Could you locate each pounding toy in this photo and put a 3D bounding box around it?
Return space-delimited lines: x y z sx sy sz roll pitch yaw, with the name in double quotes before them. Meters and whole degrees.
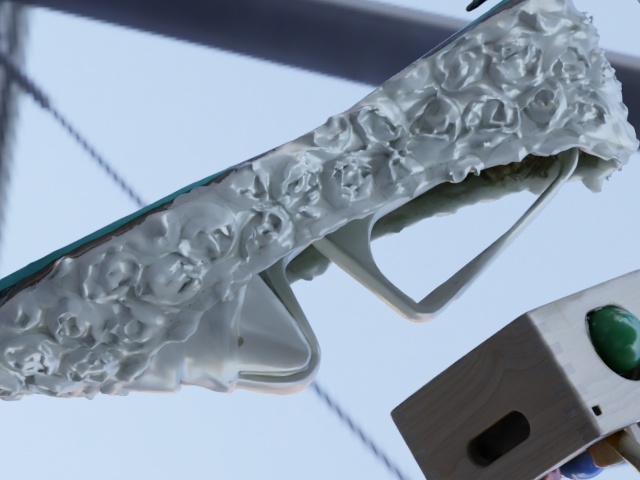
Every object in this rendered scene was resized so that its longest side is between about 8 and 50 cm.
"pounding toy" 0.127 0.087 0.992 0.141 0.130 0.100 -41 -106 40

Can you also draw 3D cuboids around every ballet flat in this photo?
"ballet flat" 0.000 0.000 1.058 0.147 0.409 0.147 55 -14 21

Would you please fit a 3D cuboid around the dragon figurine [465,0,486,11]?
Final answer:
"dragon figurine" 0.229 -0.168 1.063 0.289 0.144 0.085 6 -114 1

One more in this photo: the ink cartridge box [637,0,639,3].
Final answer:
"ink cartridge box" 0.230 -0.178 0.690 0.289 0.121 0.211 -35 -60 17
